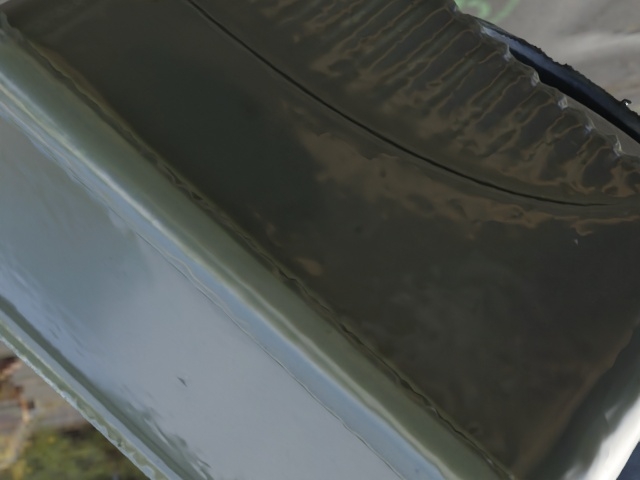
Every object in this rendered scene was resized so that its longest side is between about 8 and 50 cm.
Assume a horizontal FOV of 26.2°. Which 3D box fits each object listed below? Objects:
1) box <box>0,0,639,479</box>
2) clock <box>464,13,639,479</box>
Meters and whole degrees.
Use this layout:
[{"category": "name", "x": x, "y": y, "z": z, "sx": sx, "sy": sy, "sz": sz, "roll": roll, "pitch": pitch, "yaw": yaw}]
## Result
[{"category": "box", "x": 0.000, "y": 0.000, "z": 0.490, "sx": 0.178, "sy": 0.274, "sz": 0.138, "roll": -42, "pitch": 171, "yaw": -37}, {"category": "clock", "x": 0.167, "y": 0.010, "z": 0.809, "sx": 0.386, "sy": 0.386, "sz": 0.076, "roll": 1, "pitch": 135, "yaw": -51}]
